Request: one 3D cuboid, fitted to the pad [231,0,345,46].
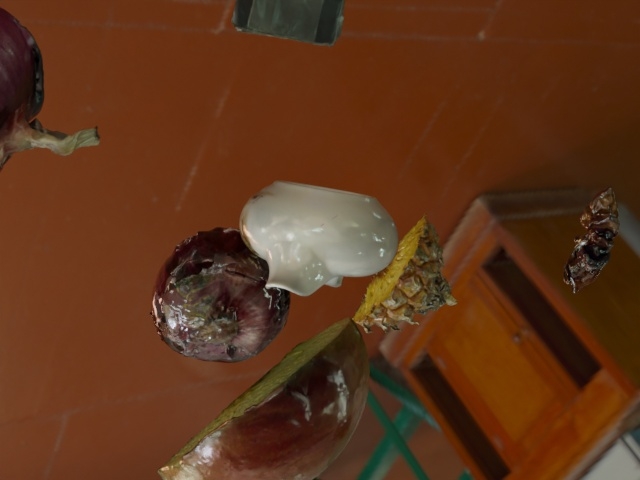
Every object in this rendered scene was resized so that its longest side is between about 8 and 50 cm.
[{"bbox_3d":[-0.030,-0.398,1.455,0.174,0.022,0.233,2,108,-27],"label":"pad"}]

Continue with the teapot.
[{"bbox_3d":[0.000,0.000,1.329,0.298,0.204,0.139,-1,99,-71],"label":"teapot"}]

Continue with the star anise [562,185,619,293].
[{"bbox_3d":[0.411,-0.002,1.547,0.168,0.057,0.168,23,90,-84],"label":"star anise"}]

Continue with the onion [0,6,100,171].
[{"bbox_3d":[-0.461,-0.148,1.210,0.256,0.272,0.230,75,29,-45],"label":"onion"}]

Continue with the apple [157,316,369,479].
[{"bbox_3d":[-0.056,0.255,1.483,0.346,0.179,0.254,-37,134,-28],"label":"apple"}]

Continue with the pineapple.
[{"bbox_3d":[0.188,0.098,1.957,0.250,0.164,0.140,-48,-171,-2],"label":"pineapple"}]

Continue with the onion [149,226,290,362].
[{"bbox_3d":[-0.174,0.089,1.788,0.252,0.219,0.252,-6,121,-11],"label":"onion"}]
